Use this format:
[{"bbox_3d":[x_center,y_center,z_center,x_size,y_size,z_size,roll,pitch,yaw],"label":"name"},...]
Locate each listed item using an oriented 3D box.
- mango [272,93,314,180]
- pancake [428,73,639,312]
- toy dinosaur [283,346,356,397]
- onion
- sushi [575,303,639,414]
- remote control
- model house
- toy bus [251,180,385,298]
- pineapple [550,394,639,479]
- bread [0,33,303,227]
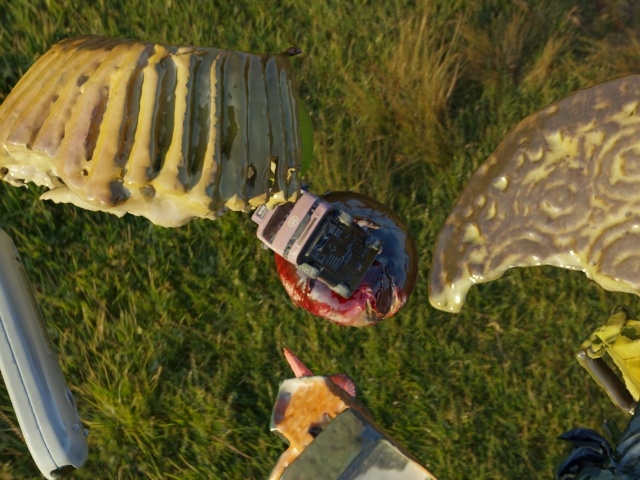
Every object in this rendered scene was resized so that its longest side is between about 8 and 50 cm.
[{"bbox_3d":[-0.102,-0.216,1.494,0.143,0.293,0.175,32,80,38],"label":"mango"},{"bbox_3d":[0.145,0.005,0.356,0.184,0.020,0.190,-44,50,14],"label":"pancake"},{"bbox_3d":[0.002,0.311,1.687,0.139,0.070,0.286,-28,43,9],"label":"toy dinosaur"},{"bbox_3d":[0.055,0.028,1.613,0.314,0.232,0.314,3,59,-5],"label":"onion"},{"bbox_3d":[0.304,0.072,0.544,0.131,0.291,0.139,-45,99,-19],"label":"sushi"},{"bbox_3d":[-0.264,0.094,0.695,0.047,0.087,0.244,-22,75,-15],"label":"remote control"},{"bbox_3d":[0.006,0.289,0.976,0.190,0.301,0.271,-47,128,-4],"label":"model house"},{"bbox_3d":[0.000,0.000,1.013,0.108,0.199,0.096,32,88,28],"label":"toy bus"},{"bbox_3d":[0.106,0.144,0.323,0.221,0.083,0.103,-28,87,-28],"label":"pineapple"},{"bbox_3d":[-0.143,-0.099,0.665,0.274,0.274,0.149,2,100,-14],"label":"bread"}]
